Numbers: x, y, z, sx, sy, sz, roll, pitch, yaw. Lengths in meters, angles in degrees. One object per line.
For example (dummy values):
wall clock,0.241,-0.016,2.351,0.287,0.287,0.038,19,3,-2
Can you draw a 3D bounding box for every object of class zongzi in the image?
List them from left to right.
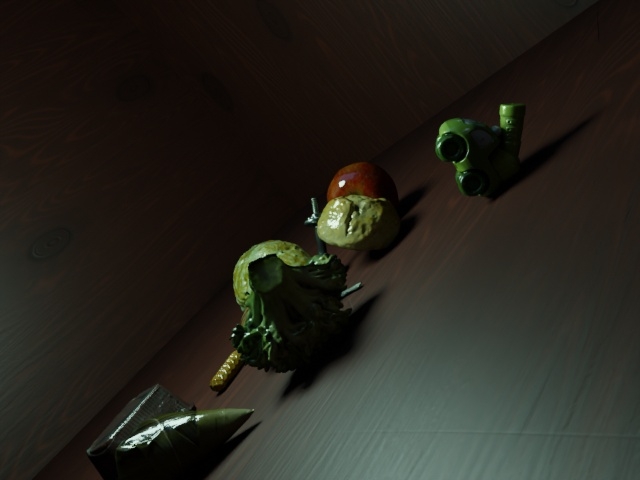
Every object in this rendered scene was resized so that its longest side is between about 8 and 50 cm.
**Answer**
zongzi,-0.286,0.424,1.449,0.299,0.145,0.274,-26,0,-11

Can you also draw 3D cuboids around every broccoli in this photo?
broccoli,-0.063,0.133,1.424,0.247,0.246,0.288,-3,58,14

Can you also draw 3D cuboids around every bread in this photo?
bread,-0.255,0.359,1.837,0.052,0.044,0.157,-39,8,35
bread,0.109,-0.056,1.829,0.244,0.134,0.244,-1,11,0

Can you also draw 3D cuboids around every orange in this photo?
orange,-0.170,0.114,2.190,0.271,0.210,0.368,-42,10,-20

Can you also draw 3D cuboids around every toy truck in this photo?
toy truck,0.370,-0.196,1.488,0.210,0.187,0.148,-15,11,12

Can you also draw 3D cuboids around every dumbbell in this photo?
dumbbell,0.000,0.000,1.942,0.110,0.255,0.110,-10,-8,-1

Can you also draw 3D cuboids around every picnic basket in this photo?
picnic basket,-0.490,0.519,1.789,0.222,0.129,0.297,-32,13,40

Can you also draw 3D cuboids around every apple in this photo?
apple,0.135,-0.136,2.045,0.230,0.230,0.230,-40,8,7

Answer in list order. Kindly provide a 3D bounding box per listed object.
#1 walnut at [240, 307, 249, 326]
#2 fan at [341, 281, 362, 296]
walnut,-0.105,0.192,1.631,0.207,0.167,0.167,-40,8,12
fan,-0.002,0.176,1.755,0.335,0.011,0.229,-34,11,41
